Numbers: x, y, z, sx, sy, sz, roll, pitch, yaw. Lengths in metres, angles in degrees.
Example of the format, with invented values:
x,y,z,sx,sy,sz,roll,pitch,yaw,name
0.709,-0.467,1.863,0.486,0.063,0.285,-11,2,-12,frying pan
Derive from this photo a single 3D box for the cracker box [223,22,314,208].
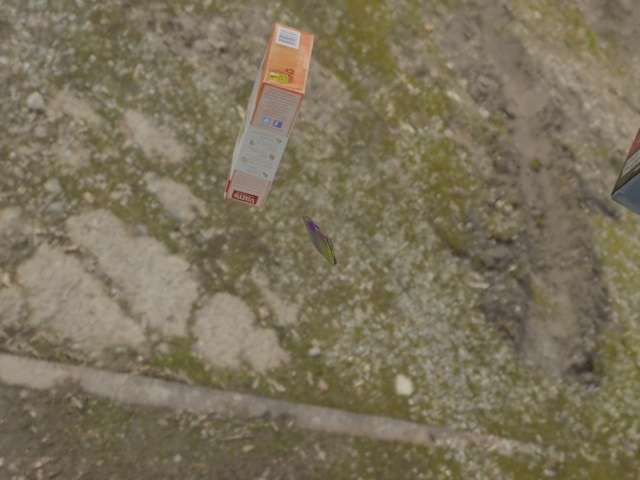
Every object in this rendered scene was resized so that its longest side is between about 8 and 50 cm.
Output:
x,y,z,sx,sy,sz,roll,pitch,yaw,name
-0.078,-0.184,1.457,0.067,0.232,0.155,15,43,-9,cracker box

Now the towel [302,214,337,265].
x,y,z,sx,sy,sz,roll,pitch,yaw,name
0.000,0.000,1.494,0.009,0.060,0.083,-28,36,-14,towel

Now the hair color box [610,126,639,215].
x,y,z,sx,sy,sz,roll,pitch,yaw,name
0.418,-0.193,0.907,0.114,0.185,0.374,30,67,1,hair color box
